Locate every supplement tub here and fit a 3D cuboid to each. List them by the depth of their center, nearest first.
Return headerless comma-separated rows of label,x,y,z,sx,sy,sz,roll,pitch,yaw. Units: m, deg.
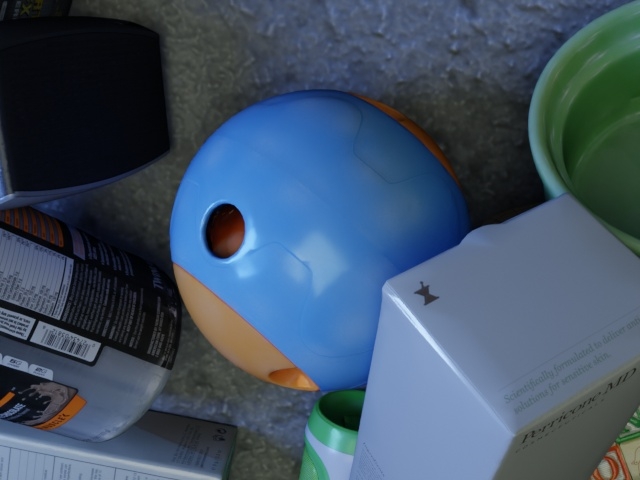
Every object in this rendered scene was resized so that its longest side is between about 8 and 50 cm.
supplement tub,-0.323,0.062,0.816,0.338,0.207,0.207,29,108,-37

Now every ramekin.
ramekin,0.347,-0.070,0.760,0.303,0.304,0.148,-13,146,7

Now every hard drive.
hard drive,-0.234,-0.128,0.799,0.054,0.254,0.172,5,107,25

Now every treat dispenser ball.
treat dispenser ball,0.000,0.000,0.801,0.288,0.288,0.288,1,106,3

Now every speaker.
speaker,0.026,0.333,0.978,0.131,0.131,0.297,9,106,1

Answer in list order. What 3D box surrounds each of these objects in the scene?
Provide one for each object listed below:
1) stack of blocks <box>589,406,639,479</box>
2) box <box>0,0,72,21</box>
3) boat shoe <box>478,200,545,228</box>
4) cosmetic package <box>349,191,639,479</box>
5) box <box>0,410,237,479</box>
stack of blocks,0.379,0.123,0.846,0.297,0.087,0.171,-21,90,6
box,-0.315,-0.200,0.821,0.056,0.183,0.231,22,105,-1
boat shoe,0.312,0.005,0.880,0.285,0.103,0.092,-9,136,15
cosmetic package,0.150,0.156,0.735,0.196,0.155,0.366,-25,147,-21
box,-0.267,0.280,0.984,0.311,0.121,0.148,12,106,0
